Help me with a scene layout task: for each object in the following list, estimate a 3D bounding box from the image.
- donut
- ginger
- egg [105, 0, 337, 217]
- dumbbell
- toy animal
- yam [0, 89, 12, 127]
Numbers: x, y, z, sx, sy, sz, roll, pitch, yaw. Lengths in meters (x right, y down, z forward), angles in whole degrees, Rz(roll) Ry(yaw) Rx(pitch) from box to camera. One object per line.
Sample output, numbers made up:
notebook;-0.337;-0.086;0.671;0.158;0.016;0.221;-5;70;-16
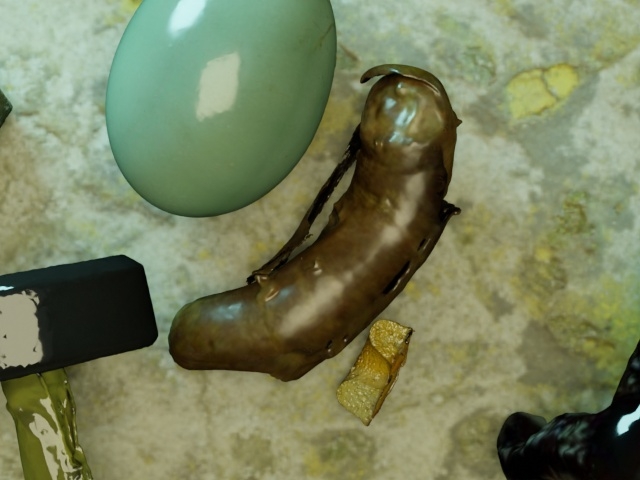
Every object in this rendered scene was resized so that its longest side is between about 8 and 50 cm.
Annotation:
donut;0.045;0.101;1.367;0.038;0.083;0.067;29;56;13
ginger;0.013;0.005;1.348;0.133;0.107;0.309;36;91;-16
egg;-0.075;-0.128;1.310;0.168;0.168;0.231;24;85;-3
dumbbell;-0.202;0.184;1.282;0.204;0.204;0.322;-12;89;-4
toy animal;0.314;0.088;1.267;0.194;0.302;0.344;31;88;-6
yam;-0.315;-0.070;1.343;0.078;0.078;0.179;36;85;-2
